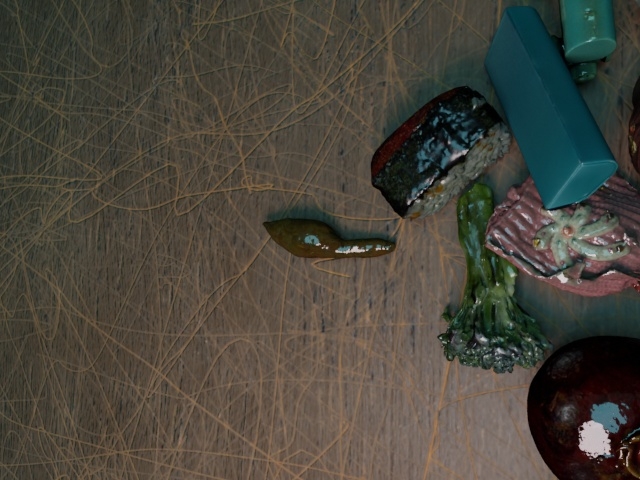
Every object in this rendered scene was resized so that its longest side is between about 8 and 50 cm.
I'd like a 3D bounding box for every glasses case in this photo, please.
[{"bbox_3d":[0.330,-0.201,0.775,0.070,0.117,0.300,-8,62,-7],"label":"glasses case"}]

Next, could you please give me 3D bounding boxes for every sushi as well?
[{"bbox_3d":[0.193,-0.137,0.861,0.225,0.136,0.126,-37,66,22],"label":"sushi"}]

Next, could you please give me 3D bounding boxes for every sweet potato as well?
[{"bbox_3d":[0.002,0.001,0.968,0.270,0.075,0.074,10,91,19],"label":"sweet potato"}]

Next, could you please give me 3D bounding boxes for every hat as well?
[{"bbox_3d":[0.411,-0.011,0.771,0.286,0.107,0.236,38,81,15],"label":"hat"}]

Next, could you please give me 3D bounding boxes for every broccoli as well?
[{"bbox_3d":[0.261,0.055,0.835,0.165,0.145,0.303,-8,72,18],"label":"broccoli"}]

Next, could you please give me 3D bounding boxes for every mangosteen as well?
[{"bbox_3d":[0.400,0.249,0.682,0.236,0.261,0.235,0,94,3],"label":"mangosteen"}]

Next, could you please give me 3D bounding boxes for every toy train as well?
[{"bbox_3d":[0.385,-0.369,0.781,0.101,0.159,0.248,-5,84,17],"label":"toy train"}]

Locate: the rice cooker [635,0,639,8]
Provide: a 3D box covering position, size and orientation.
[{"bbox_3d":[0.555,-0.390,0.665,0.281,0.241,0.226,33,105,48],"label":"rice cooker"}]

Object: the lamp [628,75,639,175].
[{"bbox_3d":[0.527,-0.153,0.670,0.247,0.247,0.246,-1,87,23],"label":"lamp"}]
